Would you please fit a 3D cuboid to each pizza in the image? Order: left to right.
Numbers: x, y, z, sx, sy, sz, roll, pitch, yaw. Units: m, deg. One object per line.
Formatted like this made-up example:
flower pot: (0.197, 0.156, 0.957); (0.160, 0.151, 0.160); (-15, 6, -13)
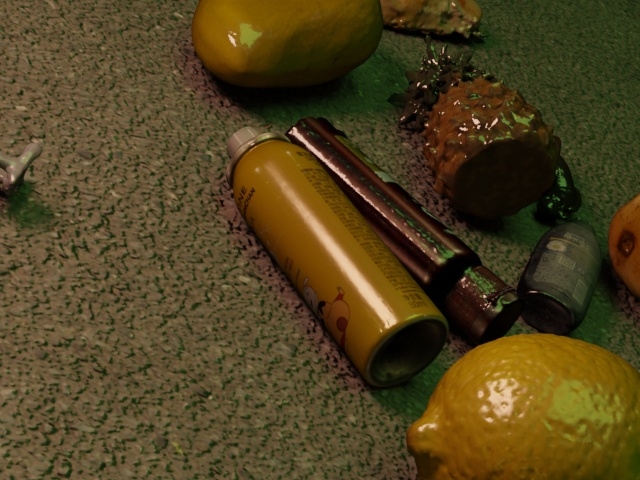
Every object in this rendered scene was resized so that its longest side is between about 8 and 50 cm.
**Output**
pizza: (0.014, -0.431, 2.485); (0.435, 0.080, 0.392); (41, 32, 24)

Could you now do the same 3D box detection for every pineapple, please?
pineapple: (0.185, -0.167, 2.145); (0.169, 0.169, 0.340); (14, 29, -23)

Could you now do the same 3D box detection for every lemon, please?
lemon: (0.202, 0.196, 1.529); (0.254, 0.228, 0.228); (24, 30, -4)

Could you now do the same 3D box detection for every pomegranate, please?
pomegranate: (0.462, 0.014, 2.088); (0.196, 0.196, 0.196); (21, 31, -13)

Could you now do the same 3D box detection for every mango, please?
mango: (-0.049, -0.281, 2.138); (0.195, 0.142, 0.332); (39, 34, 27)

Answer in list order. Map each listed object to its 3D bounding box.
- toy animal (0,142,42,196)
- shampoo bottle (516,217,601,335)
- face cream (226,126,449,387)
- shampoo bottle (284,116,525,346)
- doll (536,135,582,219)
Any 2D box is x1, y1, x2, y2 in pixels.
toy animal: (-0.377, -0.097, 1.644); (0.206, 0.081, 0.367); (21, 38, -21)
shampoo bottle: (0.292, 0.037, 2.020); (0.087, 0.049, 0.233); (29, 30, 4)
face cream: (0.000, 0.000, 1.778); (0.105, 0.105, 0.348); (-1, 41, -41)
shampoo bottle: (0.089, -0.010, 1.877); (0.323, 0.084, 0.129); (43, 2, 24)
doll: (0.281, -0.087, 2.203); (0.139, 0.057, 0.165); (21, 35, -18)
